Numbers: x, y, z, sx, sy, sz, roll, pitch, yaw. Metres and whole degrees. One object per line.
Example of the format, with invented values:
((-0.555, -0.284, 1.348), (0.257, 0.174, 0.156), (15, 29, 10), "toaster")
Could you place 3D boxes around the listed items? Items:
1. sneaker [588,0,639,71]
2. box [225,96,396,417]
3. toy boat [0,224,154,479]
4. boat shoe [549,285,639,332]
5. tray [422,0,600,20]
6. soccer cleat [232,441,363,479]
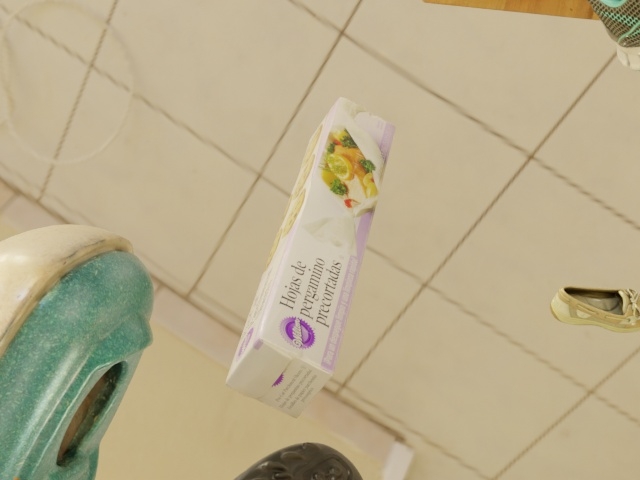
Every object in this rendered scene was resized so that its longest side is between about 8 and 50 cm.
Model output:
((0.220, -0.147, 0.702), (0.076, 0.065, 0.166), (41, 161, -21), "sneaker")
((0.000, 0.000, 0.967), (0.063, 0.324, 0.067), (27, 131, -9), "box")
((-0.201, 0.132, 0.680), (0.148, 0.318, 0.267), (31, 107, 9), "toy boat")
((0.386, 0.085, 1.561), (0.153, 0.056, 0.048), (7, 141, -6), "boat shoe")
((0.197, -0.355, 0.781), (0.203, 0.076, 0.410), (3, 120, -12), "tray")
((-0.076, 0.274, 0.812), (0.109, 0.318, 0.116), (36, 144, 1), "soccer cleat")
